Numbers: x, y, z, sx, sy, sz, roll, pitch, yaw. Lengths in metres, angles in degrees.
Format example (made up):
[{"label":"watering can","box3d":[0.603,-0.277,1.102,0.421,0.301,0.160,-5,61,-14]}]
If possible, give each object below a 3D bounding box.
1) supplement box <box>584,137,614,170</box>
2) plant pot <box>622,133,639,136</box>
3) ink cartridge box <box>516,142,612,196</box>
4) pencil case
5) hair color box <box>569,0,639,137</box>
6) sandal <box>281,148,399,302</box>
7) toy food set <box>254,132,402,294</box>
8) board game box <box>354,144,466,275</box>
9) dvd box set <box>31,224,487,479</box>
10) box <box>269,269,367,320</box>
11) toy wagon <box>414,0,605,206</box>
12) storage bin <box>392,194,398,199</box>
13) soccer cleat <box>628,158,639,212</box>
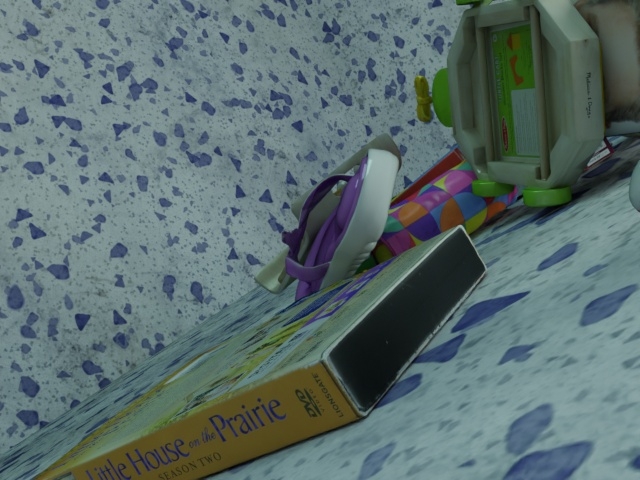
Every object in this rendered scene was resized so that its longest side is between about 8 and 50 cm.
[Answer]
[{"label":"supplement box","box3d":[0.362,-0.122,1.124,0.055,0.043,0.083,-32,3,-10]},{"label":"plant pot","box3d":[0.477,-0.285,1.115,0.274,0.256,0.256,-49,5,-9]},{"label":"ink cartridge box","box3d":[0.338,-0.116,1.301,0.224,0.045,0.223,-30,2,7]},{"label":"pencil case","box3d":[0.170,-0.038,1.130,0.236,0.104,0.104,-32,2,-18]},{"label":"hair color box","box3d":[0.329,-0.211,0.969,0.105,0.174,0.347,-13,6,-20]},{"label":"sandal","box3d":[0.004,-0.013,1.069,0.416,0.102,0.169,120,167,-62]},{"label":"toy food set","box3d":[-0.001,-0.044,1.359,0.220,0.092,0.306,-40,-9,-27]},{"label":"board game box","box3d":[0.134,-0.037,1.376,0.316,0.064,0.242,-40,0,15]},{"label":"dvd box set","box3d":[-0.064,0.138,0.801,0.420,0.062,0.307,-29,3,34]},{"label":"box","box3d":[0.007,0.091,0.996,0.059,0.054,0.169,-33,3,-35]},{"label":"toy wagon","box3d":[0.224,-0.189,1.011,0.068,0.267,0.344,-11,12,-18]},{"label":"storage bin","box3d":[0.112,-0.017,1.638,0.122,0.084,0.180,-30,3,34]},{"label":"soccer cleat","box3d":[0.337,-0.138,0.516,0.331,0.143,0.116,-30,2,20]}]
